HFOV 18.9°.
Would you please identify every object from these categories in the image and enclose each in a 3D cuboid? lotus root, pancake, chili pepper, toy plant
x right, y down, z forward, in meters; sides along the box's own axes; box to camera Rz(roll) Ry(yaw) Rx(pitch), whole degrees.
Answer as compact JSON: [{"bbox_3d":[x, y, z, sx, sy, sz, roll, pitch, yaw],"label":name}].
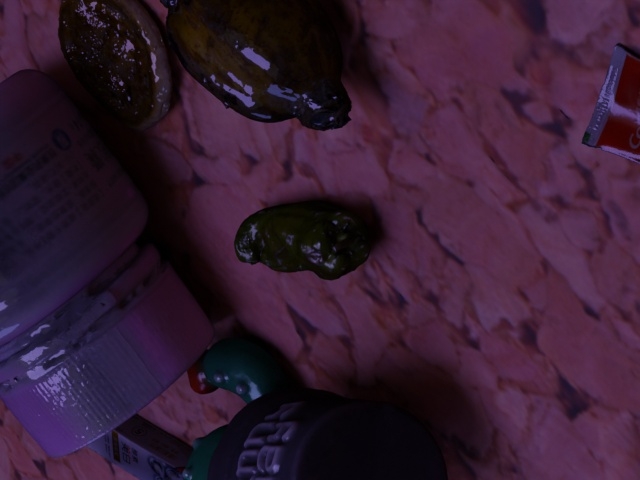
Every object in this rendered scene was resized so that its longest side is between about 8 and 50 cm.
[{"bbox_3d":[-0.049,-0.166,1.604,0.209,0.120,0.120,42,140,17],"label":"lotus root"},{"bbox_3d":[-0.195,-0.175,1.821,0.158,0.028,0.158,29,135,34],"label":"pancake"},{"bbox_3d":[0.000,0.003,1.704,0.072,0.073,0.204,52,157,-23],"label":"chili pepper"},{"bbox_3d":[-0.033,0.223,1.814,0.279,0.185,0.400,66,156,-2],"label":"toy plant"}]

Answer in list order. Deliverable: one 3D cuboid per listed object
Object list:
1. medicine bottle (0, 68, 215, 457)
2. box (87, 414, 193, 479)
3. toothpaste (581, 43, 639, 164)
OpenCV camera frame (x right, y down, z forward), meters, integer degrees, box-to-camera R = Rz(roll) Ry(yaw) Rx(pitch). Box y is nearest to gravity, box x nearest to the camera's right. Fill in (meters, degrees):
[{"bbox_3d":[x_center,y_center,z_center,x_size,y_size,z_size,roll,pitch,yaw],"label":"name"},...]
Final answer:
[{"bbox_3d":[-0.278,0.024,1.870,0.325,0.256,0.256,53,143,-9],"label":"medicine bottle"},{"bbox_3d":[-0.177,0.237,2.084,0.218,0.039,0.055,25,131,33],"label":"box"},{"bbox_3d":[0.317,-0.043,1.354,0.301,0.048,0.075,32,140,32],"label":"toothpaste"}]
